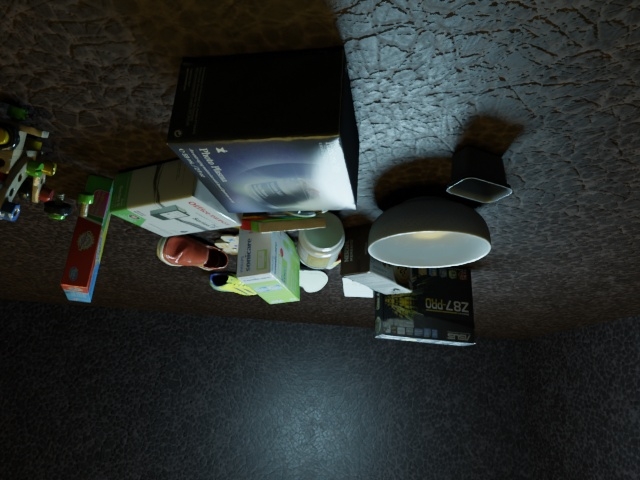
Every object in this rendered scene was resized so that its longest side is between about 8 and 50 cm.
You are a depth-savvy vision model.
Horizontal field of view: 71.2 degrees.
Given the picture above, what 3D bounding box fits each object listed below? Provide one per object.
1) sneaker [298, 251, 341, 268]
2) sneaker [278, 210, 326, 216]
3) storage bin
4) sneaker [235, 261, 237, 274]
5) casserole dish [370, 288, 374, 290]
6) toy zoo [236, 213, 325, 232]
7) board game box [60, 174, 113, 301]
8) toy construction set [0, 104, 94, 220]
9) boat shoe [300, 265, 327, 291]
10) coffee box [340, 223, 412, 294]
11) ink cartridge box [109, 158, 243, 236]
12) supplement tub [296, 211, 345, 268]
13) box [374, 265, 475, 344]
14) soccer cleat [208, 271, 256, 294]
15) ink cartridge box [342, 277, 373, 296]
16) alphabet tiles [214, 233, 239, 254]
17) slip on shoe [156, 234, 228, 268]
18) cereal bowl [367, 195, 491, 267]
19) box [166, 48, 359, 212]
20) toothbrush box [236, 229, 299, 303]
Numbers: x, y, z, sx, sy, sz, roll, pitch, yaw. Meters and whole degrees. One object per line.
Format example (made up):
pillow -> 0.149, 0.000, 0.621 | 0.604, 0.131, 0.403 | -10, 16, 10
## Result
sneaker -> 0.004, 0.049, 1.683 | 0.209, 0.081, 0.094 | 13, 152, -43
sneaker -> -0.073, -0.124, 1.182 | 0.222, 0.083, 0.118 | 0, 157, 4
storage bin -> 0.356, -0.150, 1.019 | 0.135, 0.091, 0.098 | 13, 159, -21
sneaker -> -0.247, 0.136, 1.885 | 0.106, 0.101, 0.267 | -5, 169, 23
casserole dish -> 0.178, 0.114, 1.740 | 0.037, 0.188, 0.114 | -34, 170, -21
toy zoo -> -0.139, -0.054, 1.292 | 0.193, 0.030, 0.293 | -6, -172, -29
board game box -> -0.670, 0.003, 1.297 | 0.064, 0.316, 0.242 | 12, 160, -22
toy construction set -> -0.718, -0.196, 1.011 | 0.309, 0.237, 0.257 | 18, -167, 10
boat shoe -> -0.085, 0.151, 1.992 | 0.099, 0.116, 0.319 | 43, -165, 36
coffee box -> 0.202, 0.074, 1.567 | 0.119, 0.168, 0.297 | -12, 155, 37
ink cartridge box -> -0.381, -0.111, 1.213 | 0.289, 0.121, 0.211 | -7, 158, 26
supplement tub -> 0.000, 0.000, 1.426 | 0.145, 0.144, 0.199 | 5, 160, -4
box -> 0.414, 0.246, 1.793 | 0.395, 0.318, 0.097 | 8, 160, -11
soccer cleat -> -0.397, 0.204, 2.156 | 0.289, 0.093, 0.121 | 2, 154, 2
ink cartridge box -> 0.185, 0.218, 2.198 | 0.146, 0.045, 0.179 | 1, 142, 9
alphabet tiles -> -0.253, 0.023, 1.721 | 0.284, 0.021, 0.278 | -2, 160, 14
slip on shoe -> -0.471, 0.048, 1.675 | 0.101, 0.122, 0.331 | 3, 168, 29
cereal bowl -> 0.308, -0.032, 1.287 | 0.339, 0.141, 0.339 | 4, 160, 1
box -> -0.083, -0.188, 0.861 | 0.294, 0.182, 0.296 | -2, 160, 10
toothbrush box -> -0.170, 0.074, 1.526 | 0.122, 0.206, 0.283 | -9, 152, 15
